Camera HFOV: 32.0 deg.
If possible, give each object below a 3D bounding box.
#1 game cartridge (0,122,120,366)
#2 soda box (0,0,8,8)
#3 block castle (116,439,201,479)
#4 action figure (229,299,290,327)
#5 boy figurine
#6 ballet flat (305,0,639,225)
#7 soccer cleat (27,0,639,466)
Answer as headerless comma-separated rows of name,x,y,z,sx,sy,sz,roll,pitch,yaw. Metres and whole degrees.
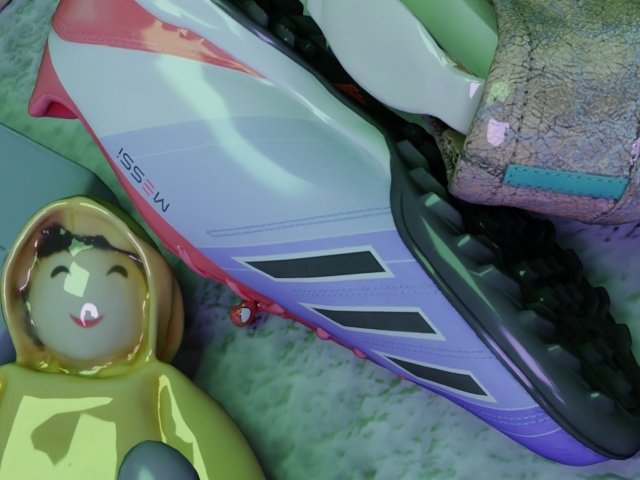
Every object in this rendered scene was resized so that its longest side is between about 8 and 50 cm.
game cartridge,-0.247,0.061,0.580,0.198,0.062,0.297,29,71,29
soda box,-0.195,-0.211,0.697,0.181,0.061,0.058,-44,56,4
block castle,0.001,0.175,0.193,0.303,0.453,0.213,-17,96,21
action figure,0.000,0.000,0.528,0.115,0.030,0.038,-45,61,6
boy figurine,-0.099,0.116,0.484,0.177,0.092,0.285,3,74,9
ballet flat,0.037,-0.120,0.467,0.106,0.107,0.316,-6,37,-19
soccer cleat,-0.002,-0.010,0.472,0.318,0.108,0.116,44,111,18
